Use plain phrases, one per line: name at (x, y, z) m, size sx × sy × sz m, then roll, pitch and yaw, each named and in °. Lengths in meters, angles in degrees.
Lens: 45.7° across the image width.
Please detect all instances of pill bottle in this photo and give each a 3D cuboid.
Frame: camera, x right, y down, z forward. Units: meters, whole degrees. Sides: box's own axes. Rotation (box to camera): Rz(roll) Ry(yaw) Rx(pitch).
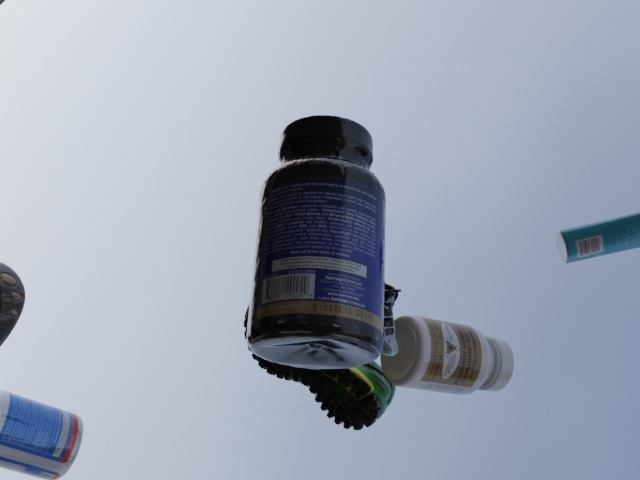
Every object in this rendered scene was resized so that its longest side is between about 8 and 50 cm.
pill bottle at (-0.540, 0.330, 1.319) m, size 0.124 × 0.221 × 0.124 m, roll -32°, pitch -138°, yaw 34°
pill bottle at (0.237, 0.215, 1.398) m, size 0.131 × 0.229 × 0.131 m, roll -34°, pitch -130°, yaw 53°
pill bottle at (0.000, 0.000, 0.709) m, size 0.122 × 0.122 × 0.219 m, roll -22°, pitch -124°, yaw 46°

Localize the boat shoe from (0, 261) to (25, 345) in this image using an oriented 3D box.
boat shoe at (-0.542, 0.176, 1.029) m, size 0.130 × 0.132 × 0.355 m, roll 21°, pitch -109°, yaw 36°

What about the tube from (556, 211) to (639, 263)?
tube at (0.468, -0.012, 1.154) m, size 0.207 × 0.080 × 0.052 m, roll -12°, pitch -129°, yaw 3°

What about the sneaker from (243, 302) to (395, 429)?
sneaker at (-0.007, 0.219, 1.454) m, size 0.343 × 0.146 × 0.134 m, roll 40°, pitch -67°, yaw 18°

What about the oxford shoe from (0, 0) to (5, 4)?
oxford shoe at (-0.483, -0.367, 1.050) m, size 0.096 × 0.083 × 0.227 m, roll -56°, pitch -163°, yaw -24°

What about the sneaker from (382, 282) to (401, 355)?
sneaker at (0.078, 0.083, 0.907) m, size 0.069 × 0.038 × 0.098 m, roll -46°, pitch -115°, yaw 36°
